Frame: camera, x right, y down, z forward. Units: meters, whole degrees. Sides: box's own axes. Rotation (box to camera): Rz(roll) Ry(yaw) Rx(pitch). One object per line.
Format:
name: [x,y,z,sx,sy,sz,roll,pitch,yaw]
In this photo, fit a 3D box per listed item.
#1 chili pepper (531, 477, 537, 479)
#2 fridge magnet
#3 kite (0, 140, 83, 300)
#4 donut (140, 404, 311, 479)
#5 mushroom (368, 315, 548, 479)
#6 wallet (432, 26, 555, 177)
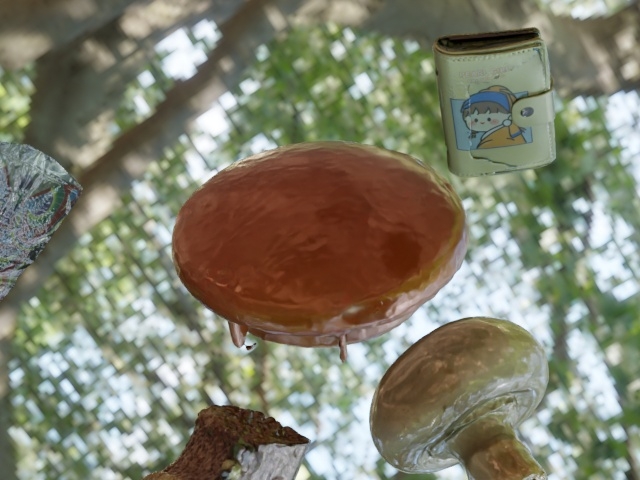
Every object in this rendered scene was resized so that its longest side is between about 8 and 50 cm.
chili pepper: [0.146,0.276,1.444,0.065,0.088,0.169,20,-111,31]
fridge magnet: [0.000,0.000,2.051,0.363,0.155,0.363,-4,-142,3]
kite: [-0.325,0.043,1.551,0.015,0.152,0.285,25,-94,34]
donut: [-0.114,0.269,1.782,0.126,0.144,0.187,29,-83,39]
mushroom: [0.166,0.176,1.767,0.209,0.206,0.206,26,-126,21]
wallet: [0.169,-0.129,1.618,0.110,0.155,0.039,-6,-136,7]
